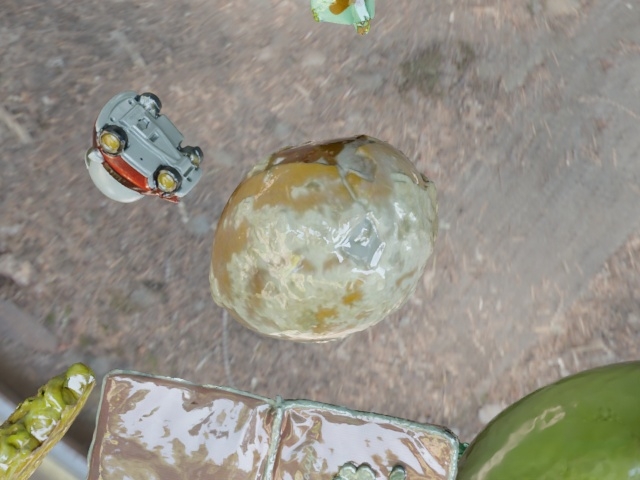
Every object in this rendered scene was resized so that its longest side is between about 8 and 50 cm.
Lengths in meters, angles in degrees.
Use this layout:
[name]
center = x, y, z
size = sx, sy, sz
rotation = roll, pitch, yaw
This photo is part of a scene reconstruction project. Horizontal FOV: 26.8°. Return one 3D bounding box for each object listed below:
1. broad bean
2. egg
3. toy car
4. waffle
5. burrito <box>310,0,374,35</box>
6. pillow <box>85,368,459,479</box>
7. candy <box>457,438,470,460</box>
[broad bean]
center = 0.162, 0.183, 0.844
size = 0.263, 0.121, 0.189
rotation = -46, 58, -6
[egg]
center = 0.000, 0.000, 1.262
size = 0.233, 0.195, 0.195
rotation = -24, 101, 23
[toy car]
center = -0.219, -0.092, 1.582
size = 0.139, 0.112, 0.112
rotation = 44, 126, -7
[waffle]
center = -0.291, 0.208, 1.174
size = 0.052, 0.245, 0.254
rotation = 43, 143, 2
[burrito]
center = 0.004, -0.347, 1.378
size = 0.104, 0.054, 0.288
rotation = -11, 117, -16
[pillow]
center = -0.034, 0.154, 0.840
size = 0.233, 0.043, 0.126
rotation = 9, 100, 3
[candy]
center = 0.176, 0.284, 1.822
size = 0.324, 0.097, 0.097
rotation = 8, 106, -1
